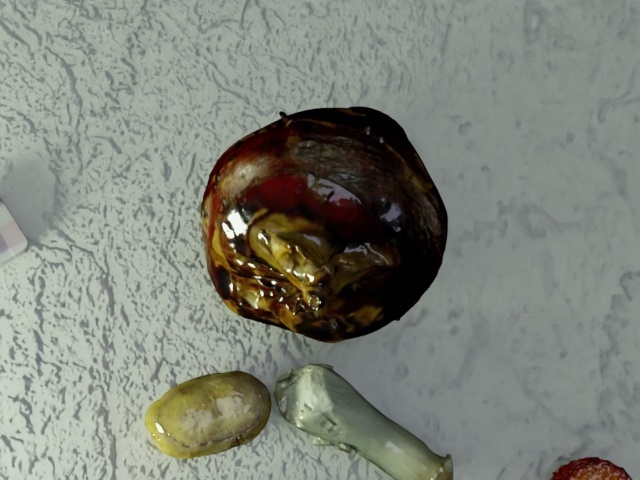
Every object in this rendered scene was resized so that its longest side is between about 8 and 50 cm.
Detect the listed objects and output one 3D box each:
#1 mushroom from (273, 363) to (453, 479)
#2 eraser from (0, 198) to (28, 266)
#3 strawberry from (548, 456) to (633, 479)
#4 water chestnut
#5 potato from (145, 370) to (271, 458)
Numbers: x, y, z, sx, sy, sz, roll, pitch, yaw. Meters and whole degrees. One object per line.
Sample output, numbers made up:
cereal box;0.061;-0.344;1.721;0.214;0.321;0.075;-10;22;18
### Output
mushroom;0.061;0.260;1.698;0.278;0.096;0.099;34;72;-7
eraser;-0.448;-0.018;1.687;0.065;0.026;0.105;-32;85;-15
strawberry;0.380;0.374;1.744;0.145;0.086;0.145;3;74;-11
water chestnut;0.000;0.000;1.629;0.335;0.335;0.347;20;37;-7
potato;-0.147;0.233;1.664;0.170;0.080;0.107;-19;74;-18
